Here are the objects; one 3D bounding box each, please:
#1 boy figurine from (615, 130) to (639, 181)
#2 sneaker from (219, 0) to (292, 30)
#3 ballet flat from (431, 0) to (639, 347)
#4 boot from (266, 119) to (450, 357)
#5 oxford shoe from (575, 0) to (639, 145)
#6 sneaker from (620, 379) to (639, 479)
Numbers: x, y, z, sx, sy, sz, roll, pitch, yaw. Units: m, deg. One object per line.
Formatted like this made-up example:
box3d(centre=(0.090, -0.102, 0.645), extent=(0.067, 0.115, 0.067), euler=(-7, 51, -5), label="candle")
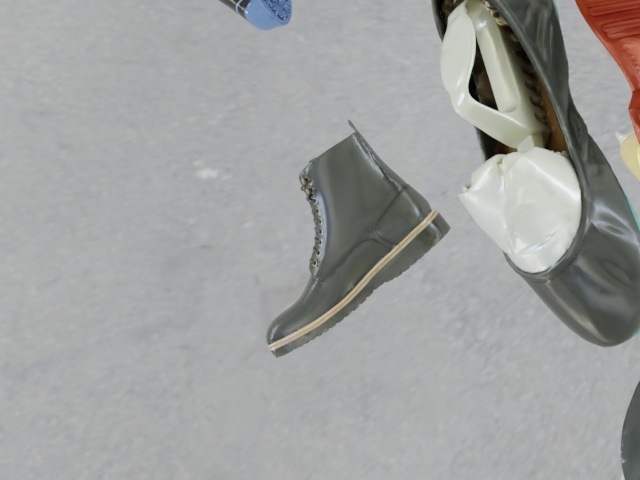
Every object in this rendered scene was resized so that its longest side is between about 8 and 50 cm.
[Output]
box3d(centre=(0.328, -0.089, 1.254), extent=(0.177, 0.092, 0.285), euler=(-25, 46, 20), label="boy figurine")
box3d(centre=(-0.119, -0.279, 1.421), extent=(0.090, 0.081, 0.232), euler=(-23, 114, 32), label="sneaker")
box3d(centre=(0.128, -0.059, 1.014), extent=(0.095, 0.096, 0.280), euler=(-43, 52, 42), label="ballet flat")
box3d(centre=(0.000, 0.000, 1.420), extent=(0.198, 0.077, 0.137), euler=(-40, 92, 1), label="boot")
box3d(centre=(0.236, -0.164, 1.040), extent=(0.097, 0.098, 0.271), euler=(2, 126, 37), label="oxford shoe")
box3d(centre=(0.115, 0.118, 0.492), extent=(0.072, 0.077, 0.178), euler=(27, 85, 35), label="sneaker")
